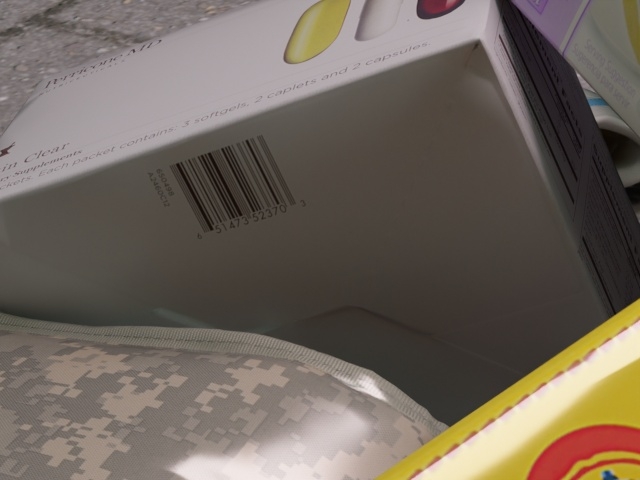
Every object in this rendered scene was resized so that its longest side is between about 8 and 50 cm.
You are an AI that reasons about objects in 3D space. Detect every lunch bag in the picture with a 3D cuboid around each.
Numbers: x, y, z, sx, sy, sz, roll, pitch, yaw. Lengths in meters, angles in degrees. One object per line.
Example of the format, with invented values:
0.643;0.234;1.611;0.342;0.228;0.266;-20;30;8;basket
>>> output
-0.106;0.149;0.716;0.287;0.169;0.235;4;31;29;lunch bag

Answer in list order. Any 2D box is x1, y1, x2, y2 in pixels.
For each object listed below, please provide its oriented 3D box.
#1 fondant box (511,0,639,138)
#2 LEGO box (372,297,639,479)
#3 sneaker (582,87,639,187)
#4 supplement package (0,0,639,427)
0.254;-0.091;0.772;0.330;0.096;0.238;-1;41;-39;fondant box
0.135;0.200;0.364;0.500;0.193;0.372;-30;72;-33;LEGO box
0.097;-0.034;1.069;0.228;0.087;0.092;-28;37;-28;sneaker
0.000;0.000;0.847;0.262;0.204;0.145;-17;25;20;supplement package
